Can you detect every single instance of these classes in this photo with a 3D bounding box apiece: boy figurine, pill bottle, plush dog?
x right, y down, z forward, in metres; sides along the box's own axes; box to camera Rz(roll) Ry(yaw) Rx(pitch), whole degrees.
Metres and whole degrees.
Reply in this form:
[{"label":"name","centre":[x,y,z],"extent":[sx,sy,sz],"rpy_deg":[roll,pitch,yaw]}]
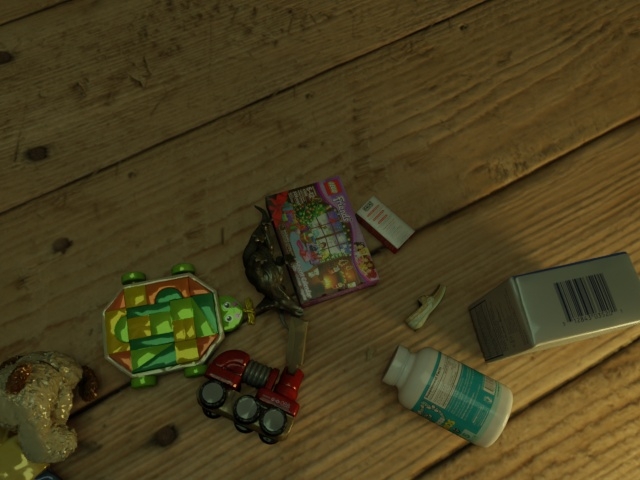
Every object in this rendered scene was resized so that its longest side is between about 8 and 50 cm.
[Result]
[{"label":"boy figurine","centre":[-0.635,0.481,1.165],"extent":[0.285,0.092,0.177],"rpy_deg":[40,73,12]},{"label":"pill bottle","centre":[0.272,0.331,1.234],"extent":[0.264,0.146,0.146],"rpy_deg":[27,71,8]},{"label":"plush dog","centre":[-0.597,0.303,1.167],"extent":[0.263,0.225,0.210],"rpy_deg":[17,103,-4]}]

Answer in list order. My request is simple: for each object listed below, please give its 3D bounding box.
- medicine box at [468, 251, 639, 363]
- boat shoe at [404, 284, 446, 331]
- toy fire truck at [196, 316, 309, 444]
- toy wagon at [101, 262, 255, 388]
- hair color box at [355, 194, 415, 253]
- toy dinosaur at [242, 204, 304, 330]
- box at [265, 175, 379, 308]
[{"label":"medicine box","centre":[0.508,0.156,1.232],"extent":[0.264,0.289,0.149],"rpy_deg":[-12,73,-7]},{"label":"boat shoe","centre":[0.253,0.154,1.348],"extent":[0.045,0.050,0.135],"rpy_deg":[38,73,5]},{"label":"toy fire truck","centre":[-0.130,0.289,1.240],"extent":[0.217,0.158,0.246],"rpy_deg":[22,59,6]},{"label":"toy wagon","centre":[-0.324,0.186,1.299],"extent":[0.345,0.068,0.267],"rpy_deg":[-10,71,-6]},{"label":"hair color box","centre":[0.162,-0.040,1.419],"extent":[0.141,0.043,0.072],"rpy_deg":[43,74,11]},{"label":"toy dinosaur","centre":[-0.141,0.050,1.324],"extent":[0.121,0.160,0.313],"rpy_deg":[-8,53,-34]},{"label":"box","centre":[0.000,0.000,1.388],"extent":[0.201,0.057,0.293],"rpy_deg":[-17,72,-9]}]
